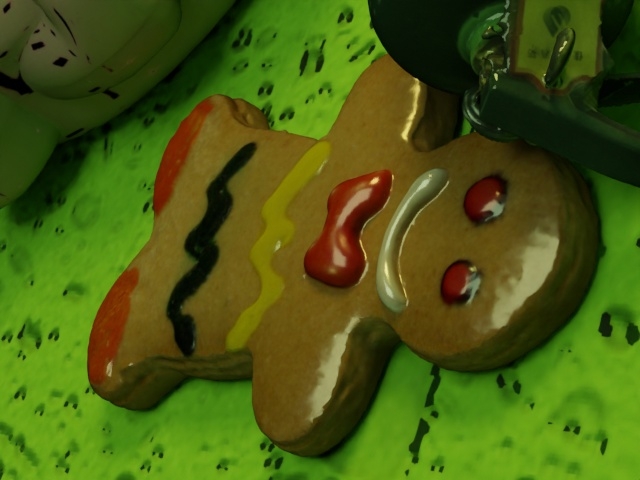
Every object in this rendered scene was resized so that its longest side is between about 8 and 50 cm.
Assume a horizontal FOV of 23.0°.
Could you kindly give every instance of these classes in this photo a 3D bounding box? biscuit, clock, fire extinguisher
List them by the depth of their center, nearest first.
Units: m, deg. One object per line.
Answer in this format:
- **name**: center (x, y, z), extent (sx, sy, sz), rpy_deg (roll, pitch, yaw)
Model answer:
- **fire extinguisher**: center (0.066, -0.146, 0.589), extent (0.095, 0.115, 0.311), rpy_deg (109, 164, -51)
- **biscuit**: center (-0.001, 0.000, 0.609), extent (0.250, 0.036, 0.165), rpy_deg (3, 69, 49)
- **clock**: center (-0.122, -0.186, 0.807), extent (0.309, 0.114, 0.284), rpy_deg (-45, 41, 19)
